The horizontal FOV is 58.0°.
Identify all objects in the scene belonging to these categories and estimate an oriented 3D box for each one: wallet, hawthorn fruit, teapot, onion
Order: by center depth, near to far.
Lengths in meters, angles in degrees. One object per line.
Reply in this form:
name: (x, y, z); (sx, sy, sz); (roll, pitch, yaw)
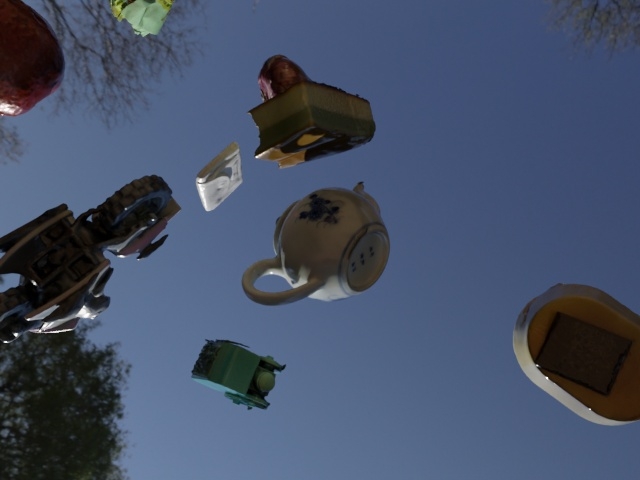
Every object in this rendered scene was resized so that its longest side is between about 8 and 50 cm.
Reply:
hawthorn fruit: (-0.430, -0.254, 0.758); (0.174, 0.179, 0.173); (-30, -158, 13)
wallet: (-0.215, -0.133, 1.259); (0.032, 0.183, 0.124); (39, -109, 11)
teapot: (0.000, 0.000, 1.281); (0.280, 0.252, 0.424); (24, -128, 37)
onion: (-0.067, -0.363, 1.470); (0.164, 0.229, 0.229); (-24, -129, -6)

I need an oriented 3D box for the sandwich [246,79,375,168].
sandwich: (-0.021, -0.221, 1.151); (0.186, 0.220, 0.108); (-20, -101, 39)

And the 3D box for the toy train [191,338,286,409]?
toy train: (-0.183, 0.287, 1.249); (0.203, 0.163, 0.112); (-21, -137, 57)

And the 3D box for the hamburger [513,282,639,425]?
hamburger: (0.526, 0.220, 1.121); (0.295, 0.151, 0.227); (39, -86, 12)

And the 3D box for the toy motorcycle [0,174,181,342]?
toy motorcycle: (-0.333, 0.031, 0.800); (0.327, 0.188, 0.143); (-40, -96, -5)

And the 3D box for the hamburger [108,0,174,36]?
hamburger: (-0.292, -0.445, 0.952); (0.235, 0.125, 0.214); (17, -86, 65)
